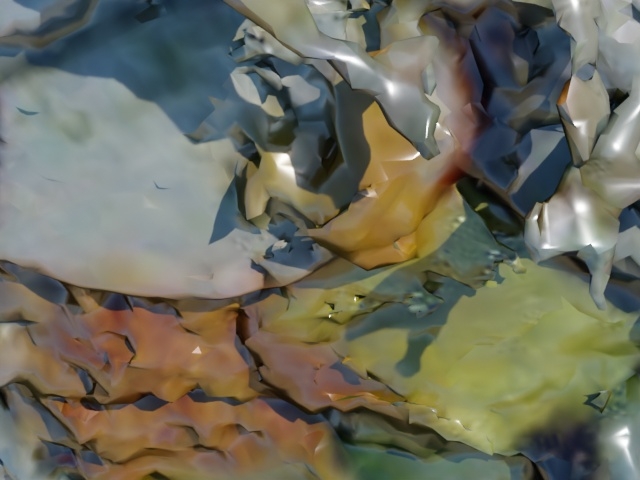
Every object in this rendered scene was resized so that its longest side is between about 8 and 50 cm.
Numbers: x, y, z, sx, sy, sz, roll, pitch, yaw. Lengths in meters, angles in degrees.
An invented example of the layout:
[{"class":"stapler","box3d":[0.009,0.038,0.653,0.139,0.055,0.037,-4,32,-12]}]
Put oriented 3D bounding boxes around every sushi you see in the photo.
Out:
[{"class":"sushi","box3d":[0.004,0.001,0.522,0.417,0.176,0.417,14,140,13]}]
